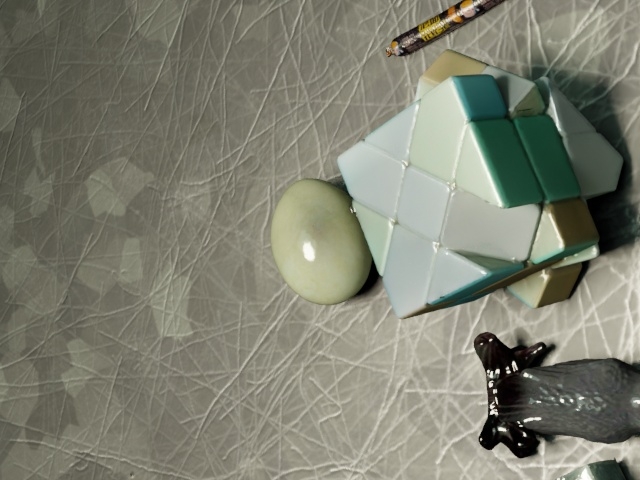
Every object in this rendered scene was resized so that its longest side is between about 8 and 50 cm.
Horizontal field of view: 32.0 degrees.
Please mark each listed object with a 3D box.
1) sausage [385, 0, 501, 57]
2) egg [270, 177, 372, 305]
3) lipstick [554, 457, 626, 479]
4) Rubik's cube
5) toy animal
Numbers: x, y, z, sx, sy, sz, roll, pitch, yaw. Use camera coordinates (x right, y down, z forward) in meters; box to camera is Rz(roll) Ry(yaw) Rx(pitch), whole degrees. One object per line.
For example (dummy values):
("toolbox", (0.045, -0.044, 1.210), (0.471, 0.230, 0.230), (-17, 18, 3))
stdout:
("sausage", (0.151, -0.252, 1.243), (0.198, 0.025, 0.028), (-25, 113, 33))
("egg", (0.000, 0.000, 1.269), (0.114, 0.114, 0.152), (-29, 63, 32))
("lipstick", (0.291, 0.345, 1.005), (0.076, 0.077, 0.290), (-37, 63, 28))
("Rubik's cube", (0.159, -0.056, 1.101), (0.224, 0.213, 0.265), (-31, 75, 47))
("toy animal", (0.241, 0.140, 1.055), (0.210, 0.117, 0.121), (-10, 70, 39))
